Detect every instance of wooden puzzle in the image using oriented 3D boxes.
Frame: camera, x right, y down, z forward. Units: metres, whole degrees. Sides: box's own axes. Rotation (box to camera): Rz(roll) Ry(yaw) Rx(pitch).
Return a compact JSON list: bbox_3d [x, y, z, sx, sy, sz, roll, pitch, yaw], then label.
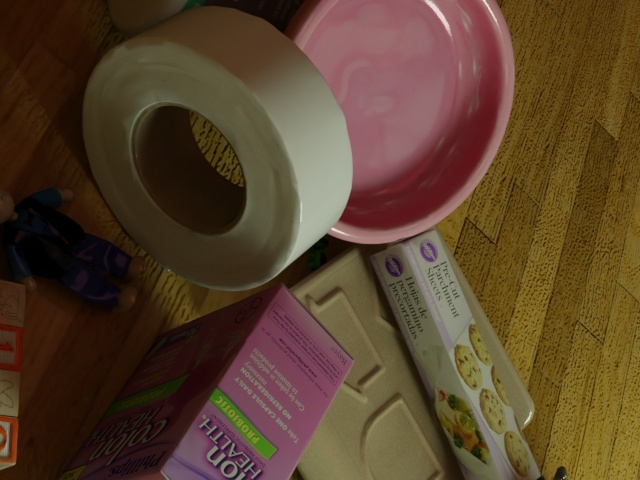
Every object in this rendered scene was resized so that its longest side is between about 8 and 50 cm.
[{"bbox_3d":[0.075,0.170,1.505,0.348,0.080,0.322,-33,96,-40],"label":"wooden puzzle"}]

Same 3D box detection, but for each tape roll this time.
[{"bbox_3d":[-0.110,-0.092,1.296,0.100,0.286,0.286,-41,102,-45],"label":"tape roll"}]

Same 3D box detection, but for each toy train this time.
[{"bbox_3d":[0.000,0.000,1.538,0.017,0.023,0.083,25,58,-33],"label":"toy train"}]

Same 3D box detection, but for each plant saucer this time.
[{"bbox_3d":[0.070,-0.164,1.417,0.332,0.084,0.332,-13,116,-29],"label":"plant saucer"}]

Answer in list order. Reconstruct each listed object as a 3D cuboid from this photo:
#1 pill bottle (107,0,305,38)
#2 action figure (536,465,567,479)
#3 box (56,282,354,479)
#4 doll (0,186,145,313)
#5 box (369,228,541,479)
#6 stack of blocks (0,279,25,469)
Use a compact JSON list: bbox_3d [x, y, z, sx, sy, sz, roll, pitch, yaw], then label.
[{"bbox_3d":[-0.050,-0.271,1.479,0.361,0.204,0.204,20,60,-35],"label":"pill bottle"},{"bbox_3d":[0.236,0.330,1.567,0.232,0.137,0.063,-2,117,-38],"label":"action figure"},{"bbox_3d":[-0.118,0.186,1.218,0.117,0.213,0.243,47,48,-18],"label":"box"},{"bbox_3d":[-0.268,0.001,1.276,0.189,0.046,0.129,32,52,-32],"label":"doll"},{"bbox_3d":[0.159,0.149,1.483,0.067,0.063,0.324,-21,88,-41],"label":"box"},{"bbox_3d":[-0.364,0.056,1.136,0.171,0.087,0.297,15,63,-38],"label":"stack of blocks"}]
